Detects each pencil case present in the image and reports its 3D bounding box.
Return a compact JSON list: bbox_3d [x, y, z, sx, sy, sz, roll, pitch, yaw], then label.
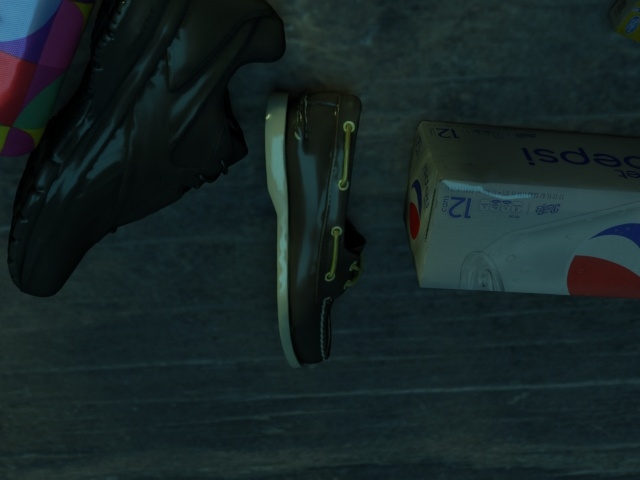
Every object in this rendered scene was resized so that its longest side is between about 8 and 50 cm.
[{"bbox_3d":[-0.173,-0.166,0.542,0.104,0.104,0.236,24,106,-17],"label":"pencil case"}]

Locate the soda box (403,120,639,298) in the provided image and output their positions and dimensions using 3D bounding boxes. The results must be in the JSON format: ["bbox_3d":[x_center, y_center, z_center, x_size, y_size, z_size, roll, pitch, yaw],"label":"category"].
[{"bbox_3d":[0.211,-0.019,0.677,0.286,0.098,0.091,3,122,-6],"label":"soda box"}]

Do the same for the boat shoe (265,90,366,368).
[{"bbox_3d":[0.000,0.000,0.685,0.068,0.081,0.228,-2,119,2],"label":"boat shoe"}]

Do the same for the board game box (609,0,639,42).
[{"bbox_3d":[0.279,-0.183,0.597,0.103,0.026,0.154,18,135,-14],"label":"board game box"}]

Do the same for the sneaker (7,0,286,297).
[{"bbox_3d":[-0.125,-0.061,0.631,0.130,0.109,0.286,24,119,-24],"label":"sneaker"}]
